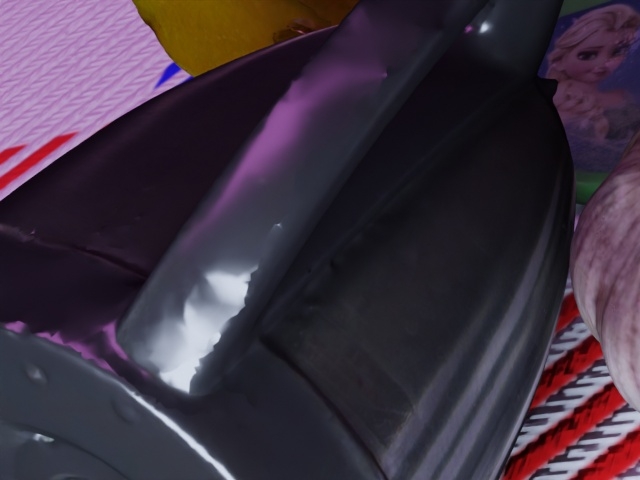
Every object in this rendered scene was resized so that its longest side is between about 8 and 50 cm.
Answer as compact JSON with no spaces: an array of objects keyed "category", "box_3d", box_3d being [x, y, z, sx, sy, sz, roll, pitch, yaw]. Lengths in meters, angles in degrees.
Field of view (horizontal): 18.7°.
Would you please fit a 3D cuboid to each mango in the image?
[{"category":"mango","box_3d":[0.001,-0.145,0.981,0.167,0.130,0.262,-37,36,-12]}]

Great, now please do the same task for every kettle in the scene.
[{"category":"kettle","box_3d":[-0.011,0.004,0.692,0.207,0.250,0.271,10,42,35]}]

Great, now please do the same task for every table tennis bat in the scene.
[{"category":"table tennis bat","box_3d":[0.159,-0.110,0.868,0.160,0.039,0.257,-15,39,27]}]

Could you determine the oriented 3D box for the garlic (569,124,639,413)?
[{"category":"garlic","box_3d":[0.154,-0.002,0.658,0.147,0.102,0.159,-19,34,28]}]
